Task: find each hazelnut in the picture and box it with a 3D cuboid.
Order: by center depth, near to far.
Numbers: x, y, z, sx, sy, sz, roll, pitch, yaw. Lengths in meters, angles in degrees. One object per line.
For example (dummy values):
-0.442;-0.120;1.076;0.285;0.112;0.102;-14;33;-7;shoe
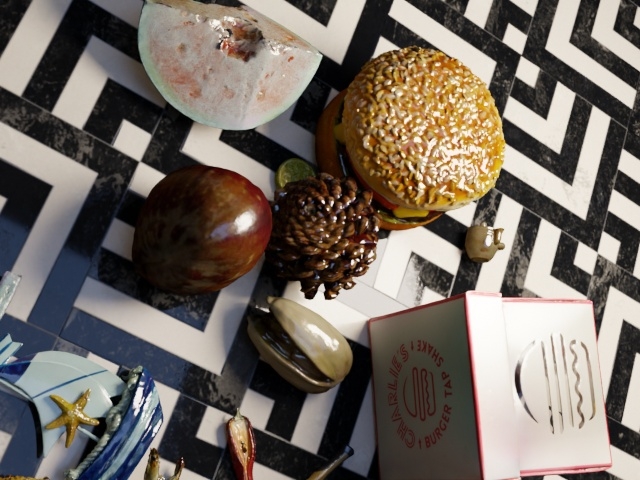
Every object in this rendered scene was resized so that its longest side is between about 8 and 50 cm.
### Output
-0.201;-0.021;1.550;0.218;0.234;0.218;30;42;-31;hazelnut

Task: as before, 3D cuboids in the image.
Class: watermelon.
-0.180;-0.321;1.702;0.322;0.188;0.175;22;24;-16;watermelon

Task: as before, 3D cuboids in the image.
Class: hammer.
-0.014;0.427;1.672;0.201;0.021;0.078;-35;96;-29;hammer

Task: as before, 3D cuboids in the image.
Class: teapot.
0.347;0.008;1.941;0.110;0.085;0.080;26;67;-43;teapot

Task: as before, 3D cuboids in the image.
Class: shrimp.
-0.250;0.363;1.528;0.083;0.023;0.114;-27;132;-42;shrimp

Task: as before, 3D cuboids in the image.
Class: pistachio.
-0.033;0.179;1.666;0.206;0.131;0.129;43;104;-9;pistachio

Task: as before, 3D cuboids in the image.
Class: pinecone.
0.000;0.000;1.680;0.221;0.221;0.221;7;75;-27;pinecone

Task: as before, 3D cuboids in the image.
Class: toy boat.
-0.395;0.250;1.498;0.291;0.067;0.220;34;63;-6;toy boat

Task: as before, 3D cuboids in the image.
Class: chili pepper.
-0.129;0.371;1.619;0.045;0.027;0.178;-9;82;-26;chili pepper

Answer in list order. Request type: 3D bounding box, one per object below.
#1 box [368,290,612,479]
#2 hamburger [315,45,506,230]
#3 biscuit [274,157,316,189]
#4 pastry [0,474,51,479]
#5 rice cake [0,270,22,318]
0.295;0.270;1.712;0.300;0.312;0.314;4;76;-29;box
0.168;-0.186;1.784;0.330;0.250;0.330;8;74;-28;hamburger
-0.045;-0.112;1.780;0.084;0.023;0.084;7;74;-26;biscuit
-0.450;0.388;1.421;0.140;0.056;0.080;2;89;-31;pastry
-0.514;0.137;1.458;0.033;0.033;0.208;31;65;-18;rice cake
